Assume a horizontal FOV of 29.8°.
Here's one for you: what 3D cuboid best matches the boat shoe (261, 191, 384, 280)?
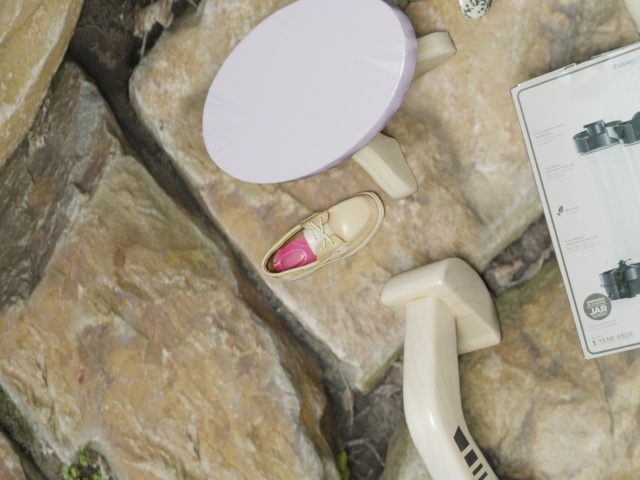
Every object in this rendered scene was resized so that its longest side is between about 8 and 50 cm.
[{"bbox_3d":[0.000,0.000,1.415,0.170,0.059,0.063,-36,75,28],"label":"boat shoe"}]

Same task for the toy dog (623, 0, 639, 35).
[{"bbox_3d":[0.393,-0.277,0.965,0.408,0.284,0.395,-2,72,66],"label":"toy dog"}]

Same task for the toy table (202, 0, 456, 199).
[{"bbox_3d":[0.018,-0.162,1.336,0.274,0.161,0.252,-17,85,32],"label":"toy table"}]

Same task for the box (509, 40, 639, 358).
[{"bbox_3d":[0.315,-0.042,1.204,0.169,0.087,0.290,-19,84,31],"label":"box"}]

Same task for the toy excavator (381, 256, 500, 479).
[{"bbox_3d":[0.162,0.291,1.220,0.222,0.433,0.445,-18,112,31],"label":"toy excavator"}]

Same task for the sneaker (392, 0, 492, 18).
[{"bbox_3d":[0.165,-0.319,1.202,0.410,0.158,0.182,11,124,64],"label":"sneaker"}]
